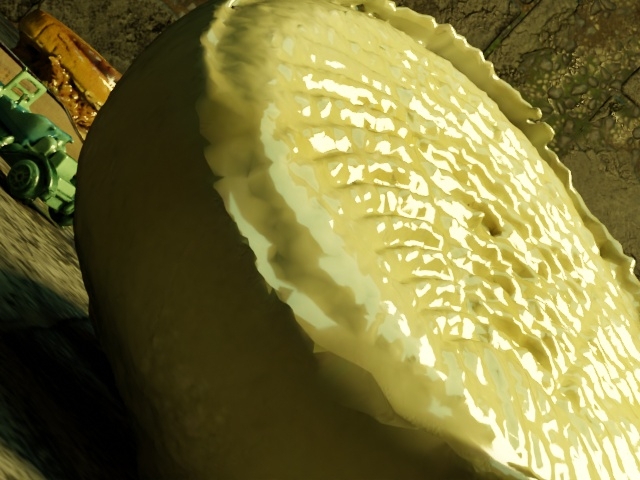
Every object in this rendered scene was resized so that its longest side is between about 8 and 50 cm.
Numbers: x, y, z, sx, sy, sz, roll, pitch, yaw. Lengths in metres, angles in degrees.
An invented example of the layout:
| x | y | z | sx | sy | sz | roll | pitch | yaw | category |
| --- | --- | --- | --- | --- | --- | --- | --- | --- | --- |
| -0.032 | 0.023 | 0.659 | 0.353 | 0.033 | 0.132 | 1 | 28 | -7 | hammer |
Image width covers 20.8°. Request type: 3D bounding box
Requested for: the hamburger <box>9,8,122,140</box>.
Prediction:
| x | y | z | sx | sy | sz | roll | pitch | yaw | category |
| --- | --- | --- | --- | --- | --- | --- | --- | --- | --- |
| -0.276 | -0.161 | 1.882 | 0.191 | 0.118 | 0.182 | 48 | 0 | 35 | hamburger |

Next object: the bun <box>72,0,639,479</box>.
| x | y | z | sx | sy | sz | roll | pitch | yaw | category |
| --- | --- | --- | --- | --- | --- | --- | --- | --- | --- |
| 0.017 | 0.049 | 0.890 | 0.364 | 0.202 | 0.364 | 36 | 33 | -28 | bun |

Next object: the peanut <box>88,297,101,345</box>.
| x | y | z | sx | sy | sz | roll | pitch | yaw | category |
| --- | --- | --- | --- | --- | --- | --- | --- | --- | --- |
| -0.026 | 0.076 | 1.093 | 0.313 | 0.149 | 0.149 | 39 | 3 | -39 | peanut |

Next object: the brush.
| x | y | z | sx | sy | sz | roll | pitch | yaw | category |
| --- | --- | --- | --- | --- | --- | --- | --- | --- | --- |
| -0.236 | -0.078 | 1.589 | 0.327 | 0.070 | 0.065 | 44 | -9 | 1 | brush |

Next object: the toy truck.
| x | y | z | sx | sy | sz | roll | pitch | yaw | category |
| --- | --- | --- | --- | --- | --- | --- | --- | --- | --- |
| -0.229 | -0.083 | 1.373 | 0.154 | 0.078 | 0.080 | 44 | 2 | 30 | toy truck |
